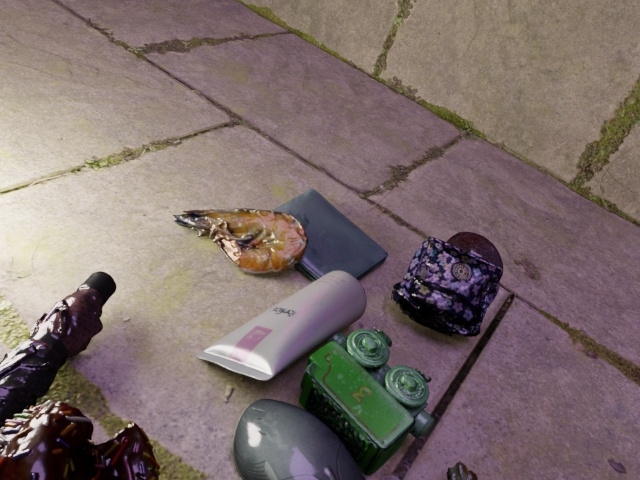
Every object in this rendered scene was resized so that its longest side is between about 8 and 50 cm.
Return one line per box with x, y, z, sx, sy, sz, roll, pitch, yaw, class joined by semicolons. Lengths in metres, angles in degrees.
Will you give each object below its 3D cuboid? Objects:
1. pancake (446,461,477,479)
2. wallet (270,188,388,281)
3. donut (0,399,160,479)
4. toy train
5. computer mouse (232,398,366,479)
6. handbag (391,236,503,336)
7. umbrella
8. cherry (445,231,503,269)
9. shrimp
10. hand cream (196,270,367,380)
0.153;0.456;0.839;0.377;0.054;0.197;-14;73;-53;pancake
-0.001;0.001;1.409;0.290;0.054;0.251;41;42;17;wallet
-0.299;0.308;0.701;0.230;0.096;0.216;51;21;-30;donut
0.078;0.280;1.016;0.188;0.132;0.243;-25;56;-38;toy train
0.009;0.387;0.864;0.167;0.090;0.379;-20;56;-43;computer mouse
0.295;0.114;1.315;0.229;0.127;0.207;28;64;3;handbag
-0.432;0.165;0.915;0.090;0.094;0.326;-15;27;25;umbrella
0.396;0.056;1.469;0.176;0.140;0.176;6;62;-11;cherry
-0.187;-0.003;1.290;0.317;0.062;0.164;8;58;0;shrimp
-0.050;0.166;1.101;0.186;0.118;0.359;9;23;38;hand cream
